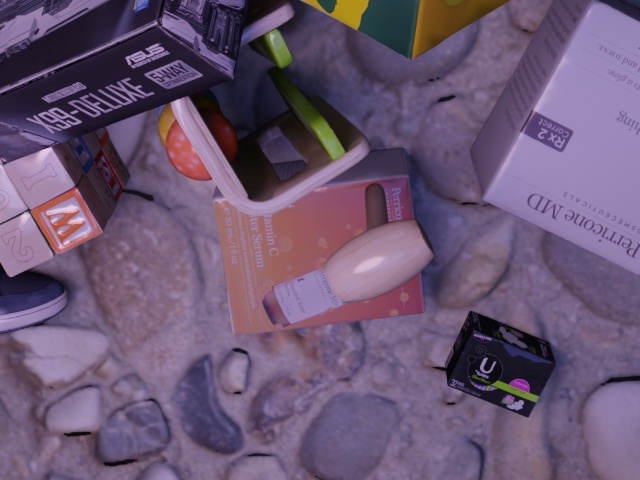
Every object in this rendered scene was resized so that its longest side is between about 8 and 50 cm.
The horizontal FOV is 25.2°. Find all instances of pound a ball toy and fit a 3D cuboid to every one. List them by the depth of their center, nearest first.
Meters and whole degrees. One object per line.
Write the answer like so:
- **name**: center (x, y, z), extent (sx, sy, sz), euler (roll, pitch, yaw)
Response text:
- **pound a ball toy**: center (-0.043, -0.071, 1.109), extent (0.135, 0.319, 0.208), euler (-30, 106, 0)

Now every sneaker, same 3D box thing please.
- **sneaker**: center (-0.338, -0.005, 1.265), extent (0.226, 0.086, 0.163), euler (4, 111, 1)

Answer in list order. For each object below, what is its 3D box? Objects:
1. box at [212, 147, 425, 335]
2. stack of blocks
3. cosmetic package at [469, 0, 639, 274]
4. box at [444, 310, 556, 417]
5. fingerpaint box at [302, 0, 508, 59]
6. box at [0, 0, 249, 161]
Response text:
- **box**: center (0.000, 0.000, 1.259), extent (0.170, 0.091, 0.130), euler (-8, 108, 4)
- **stack of blocks**: center (-0.274, -0.139, 1.175), extent (0.087, 0.171, 0.297), euler (-25, 106, 9)
- **cosmetic package**: center (0.235, -0.100, 1.189), extent (0.151, 0.151, 0.184), euler (25, 107, -6)
- **box**: center (0.164, 0.114, 1.314), extent (0.083, 0.052, 0.062), euler (22, 108, -5)
- **fingerpaint box**: center (0.153, -0.373, 0.862), extent (0.163, 0.444, 0.371), euler (33, 138, 28)
- **box**: center (-0.144, -0.229, 1.039), extent (0.242, 0.308, 0.076), euler (-14, 146, 40)
